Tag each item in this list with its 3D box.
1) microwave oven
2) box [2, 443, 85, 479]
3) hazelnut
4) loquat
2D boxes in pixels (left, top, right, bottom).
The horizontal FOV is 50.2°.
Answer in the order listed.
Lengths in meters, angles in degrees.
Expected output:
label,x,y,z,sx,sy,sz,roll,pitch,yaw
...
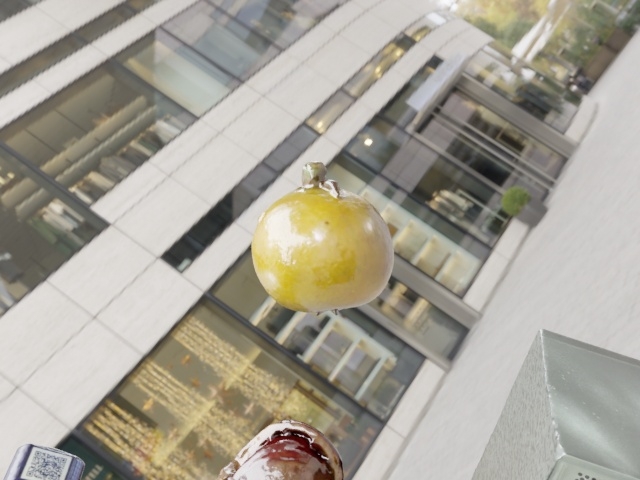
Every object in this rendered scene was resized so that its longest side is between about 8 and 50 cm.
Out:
label,x,y,z,sx,sy,sz,roll,pitch,yaw
microwave oven,0.361,0.413,0.983,0.374,0.237,0.431,-61,-13,-66
box,-0.277,0.324,0.575,0.259,0.071,0.168,-98,30,-58
hazelnut,-0.053,0.365,0.959,0.201,0.170,0.160,-70,-30,-46
loquat,0.000,0.000,1.553,0.328,0.329,0.359,-32,-63,-70
